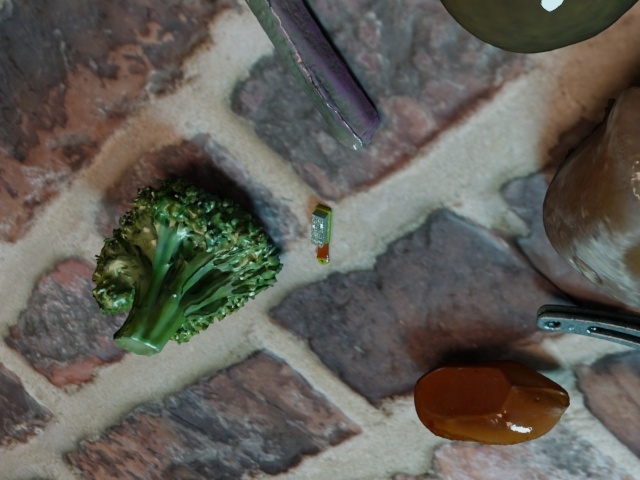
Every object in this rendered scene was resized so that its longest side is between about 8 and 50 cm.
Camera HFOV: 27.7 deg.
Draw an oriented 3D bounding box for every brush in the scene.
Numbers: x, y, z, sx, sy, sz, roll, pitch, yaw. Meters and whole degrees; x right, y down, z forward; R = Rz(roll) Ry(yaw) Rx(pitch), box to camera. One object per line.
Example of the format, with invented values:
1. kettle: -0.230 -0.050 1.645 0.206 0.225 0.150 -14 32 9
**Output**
1. brush: 0.000 0.000 1.326 0.018 0.021 0.083 20 141 16

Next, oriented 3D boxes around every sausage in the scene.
1. sausage: 0.166 0.165 1.318 0.179 0.089 0.089 -10 124 47

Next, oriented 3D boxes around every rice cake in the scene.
1. rice cake: -0.012 -0.168 1.139 0.036 0.047 0.207 3 132 57

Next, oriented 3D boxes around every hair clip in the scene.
1. hair clip: 0.324 0.108 1.162 0.275 0.083 0.048 22 147 29

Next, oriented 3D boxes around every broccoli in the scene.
1. broccoli: -0.161 0.040 1.357 0.219 0.194 0.194 -5 127 34

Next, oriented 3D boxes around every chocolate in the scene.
1. chocolate: 0.248 -0.010 1.013 0.161 0.083 0.261 36 162 9

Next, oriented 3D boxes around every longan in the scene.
1. longan: 0.149 -0.210 0.864 0.167 0.167 0.187 35 155 2
